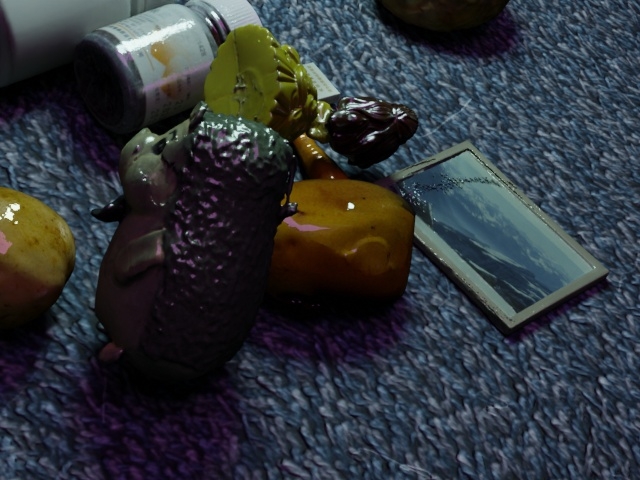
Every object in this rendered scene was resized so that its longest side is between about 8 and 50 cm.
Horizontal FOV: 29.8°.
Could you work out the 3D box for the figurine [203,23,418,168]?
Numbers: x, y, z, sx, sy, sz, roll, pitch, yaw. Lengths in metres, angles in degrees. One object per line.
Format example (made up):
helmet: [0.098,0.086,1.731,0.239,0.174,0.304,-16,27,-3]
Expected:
figurine: [-0.006,-0.185,1.811,0.315,0.168,0.187,16,38,-43]

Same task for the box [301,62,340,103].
box: [-0.060,-0.249,2.013,0.167,0.024,0.090,-17,54,-30]

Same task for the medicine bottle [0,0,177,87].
medicine bottle: [-0.407,-0.388,1.895,0.339,0.208,0.208,-29,62,-38]

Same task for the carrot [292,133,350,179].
carrot: [-0.004,-0.125,1.895,0.061,0.061,0.257,-8,49,-25]

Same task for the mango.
mango: [0.000,0.000,1.713,0.287,0.153,0.201,-2,39,-24]

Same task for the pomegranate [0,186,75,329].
pomegranate: [-0.418,0.017,1.535,0.196,0.196,0.196,10,46,-10]

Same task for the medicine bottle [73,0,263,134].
medicine bottle: [-0.233,-0.284,1.881,0.273,0.165,0.165,-29,62,-33]

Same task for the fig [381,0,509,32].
fig: [0.253,-0.561,2.184,0.286,0.369,0.286,10,53,-14]

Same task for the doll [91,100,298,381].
doll: [-0.170,-0.001,1.525,0.247,0.350,0.247,24,12,-5]

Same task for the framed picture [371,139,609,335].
framed picture: [0.262,-0.014,1.906,0.247,0.022,0.335,-24,59,-35]
